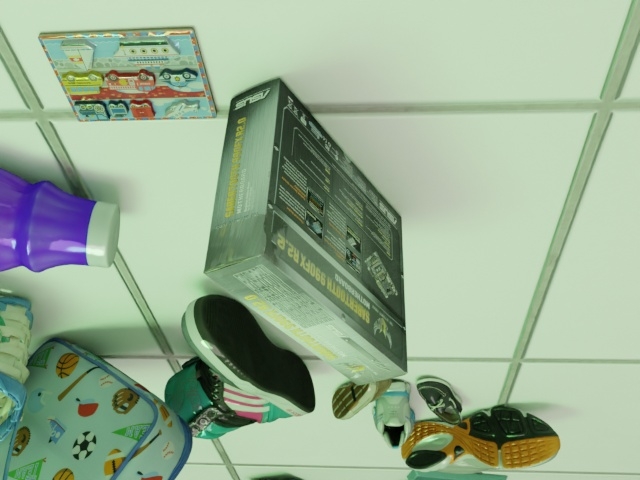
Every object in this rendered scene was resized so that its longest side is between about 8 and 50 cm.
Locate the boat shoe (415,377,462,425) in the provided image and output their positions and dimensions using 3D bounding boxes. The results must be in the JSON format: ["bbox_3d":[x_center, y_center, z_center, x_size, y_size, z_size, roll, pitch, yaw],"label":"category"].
[{"bbox_3d":[0.183,0.247,1.113,0.046,0.038,0.125,-15,141,24],"label":"boat shoe"}]

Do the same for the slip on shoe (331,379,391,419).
[{"bbox_3d":[0.060,0.233,1.100,0.041,0.051,0.135,6,141,-26],"label":"slip on shoe"}]

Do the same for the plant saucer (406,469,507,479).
[{"bbox_3d":[0.275,0.483,1.466,0.192,0.018,0.067,8,145,-5],"label":"plant saucer"}]

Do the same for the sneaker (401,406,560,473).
[{"bbox_3d":[0.273,0.339,1.206,0.263,0.099,0.121,-12,151,33],"label":"sneaker"}]

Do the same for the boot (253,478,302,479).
[{"bbox_3d":[-0.053,0.566,1.556,0.106,0.082,0.219,-24,135,38],"label":"boot"}]

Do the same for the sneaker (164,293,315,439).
[{"bbox_3d":[-0.145,0.178,0.977,0.179,0.123,0.295,-20,141,16],"label":"sneaker"}]

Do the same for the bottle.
[{"bbox_3d":[-0.346,-0.023,0.718,0.283,0.092,0.118,7,146,-6],"label":"bottle"}]

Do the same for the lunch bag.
[{"bbox_3d":[-0.334,0.278,0.964,0.303,0.243,0.115,19,158,39],"label":"lunch bag"}]

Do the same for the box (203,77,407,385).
[{"bbox_3d":[0.000,0.000,0.645,0.056,0.183,0.231,-18,141,28],"label":"box"}]

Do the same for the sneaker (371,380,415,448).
[{"bbox_3d":[0.114,0.295,1.151,0.071,0.082,0.190,-5,146,8],"label":"sneaker"}]

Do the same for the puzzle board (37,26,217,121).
[{"bbox_3d":[-0.159,-0.135,0.612,0.128,0.011,0.096,-1,145,5],"label":"puzzle board"}]

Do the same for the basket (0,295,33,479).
[{"bbox_3d":[-0.481,0.187,0.859,0.255,0.288,0.201,18,142,-21],"label":"basket"}]
